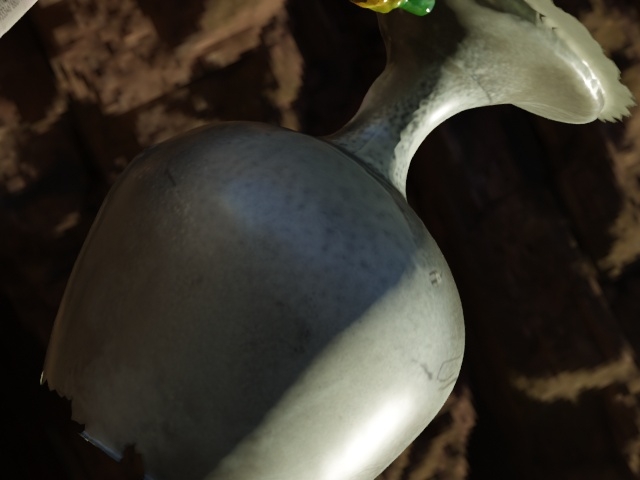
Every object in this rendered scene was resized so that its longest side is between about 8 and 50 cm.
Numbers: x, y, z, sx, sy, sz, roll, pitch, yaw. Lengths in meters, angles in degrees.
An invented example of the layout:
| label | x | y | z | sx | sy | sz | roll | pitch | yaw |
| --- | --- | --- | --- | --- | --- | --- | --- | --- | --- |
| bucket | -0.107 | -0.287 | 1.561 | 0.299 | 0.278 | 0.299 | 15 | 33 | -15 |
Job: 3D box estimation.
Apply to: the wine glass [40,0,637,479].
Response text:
| label | x | y | z | sx | sy | sz | roll | pitch | yaw |
| --- | --- | --- | --- | --- | --- | --- | --- | --- | --- |
| wine glass | 0.000 | 0.000 | 0.926 | 0.238 | 0.323 | 0.238 | 32 | -4 | 3 |

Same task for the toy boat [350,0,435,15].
| label | x | y | z | sx | sy | sz | roll | pitch | yaw |
| --- | --- | --- | --- | --- | --- | --- | --- | --- | --- |
| toy boat | -0.001 | -0.187 | 0.617 | 0.089 | 0.088 | 0.229 | 40 | -34 | 56 |

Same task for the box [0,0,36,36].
| label | x | y | z | sx | sy | sz | roll | pitch | yaw |
| --- | --- | --- | --- | --- | --- | --- | --- | --- | --- |
| box | -0.401 | -0.123 | 1.342 | 0.065 | 0.343 | 0.200 | 57 | 16 | -17 |
